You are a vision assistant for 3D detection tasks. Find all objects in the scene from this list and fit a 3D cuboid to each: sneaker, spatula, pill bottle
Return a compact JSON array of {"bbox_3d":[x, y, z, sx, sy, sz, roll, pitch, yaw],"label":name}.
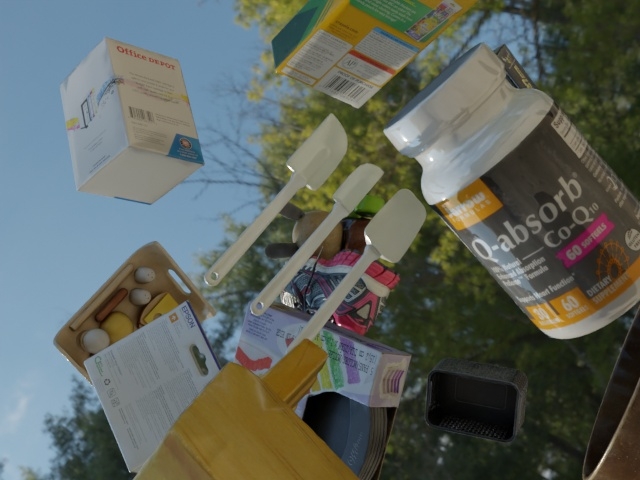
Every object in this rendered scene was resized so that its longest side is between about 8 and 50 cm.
[{"bbox_3d":[0.003,0.088,1.343,0.120,0.299,0.112,31,-108,-16],"label":"sneaker"},{"bbox_3d":[0.000,0.000,0.945,0.168,0.019,0.242,46,-114,-16],"label":"spatula"},{"bbox_3d":[0.202,-0.050,0.874,0.278,0.162,0.162,47,-117,-7],"label":"pill bottle"}]

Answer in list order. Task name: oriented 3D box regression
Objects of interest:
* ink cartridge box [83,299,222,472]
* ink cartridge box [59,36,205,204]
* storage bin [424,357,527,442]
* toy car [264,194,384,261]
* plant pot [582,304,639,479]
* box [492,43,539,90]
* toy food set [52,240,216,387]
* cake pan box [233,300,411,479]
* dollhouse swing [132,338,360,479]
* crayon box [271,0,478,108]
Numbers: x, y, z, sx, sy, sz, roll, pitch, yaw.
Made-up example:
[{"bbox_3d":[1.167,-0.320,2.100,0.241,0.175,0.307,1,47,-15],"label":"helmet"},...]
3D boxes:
[{"bbox_3d":[-0.272,0.252,1.520,0.224,0.223,0.045,-30,-21,4],"label":"ink cartridge box"},{"bbox_3d":[-0.348,-0.214,1.596,0.171,0.168,0.233,10,-124,-47],"label":"ink cartridge box"},{"bbox_3d":[0.303,0.309,1.701,0.084,0.180,0.122,-21,-64,-64],"label":"storage bin"},{"bbox_3d":[-0.001,-0.003,1.469,0.188,0.149,0.155,10,-102,-19],"label":"toy car"},{"bbox_3d":[0.343,0.123,0.639,0.215,0.230,0.215,-58,-19,-33],"label":"plant pot"},{"bbox_3d":[0.296,-0.228,1.612,0.183,0.232,0.059,50,-134,-13],"label":"box"},{"bbox_3d":[-0.373,0.183,1.798,0.306,0.092,0.220,-50,-63,-29],"label":"toy food set"},{"bbox_3d":[-0.019,0.227,1.130,0.070,0.266,0.246,10,-85,-46],"label":"cake pan box"},{"bbox_3d":[-0.044,0.292,0.664,0.347,0.315,0.305,-57,-25,19],"label":"dollhouse swing"},{"bbox_3d":[0.090,-0.384,1.526,0.203,0.323,0.083,18,-130,-36],"label":"crayon box"}]
